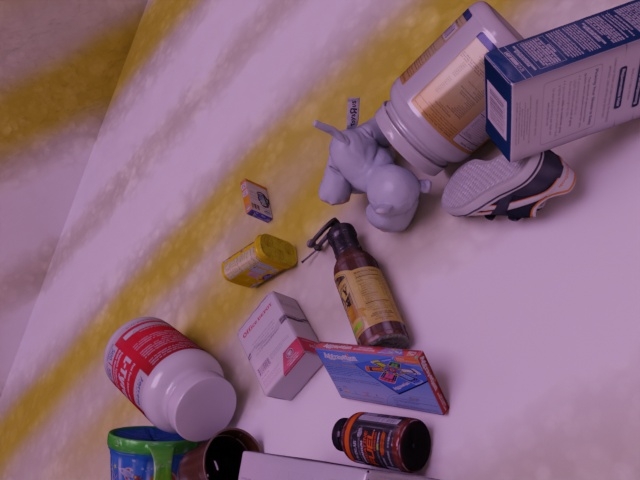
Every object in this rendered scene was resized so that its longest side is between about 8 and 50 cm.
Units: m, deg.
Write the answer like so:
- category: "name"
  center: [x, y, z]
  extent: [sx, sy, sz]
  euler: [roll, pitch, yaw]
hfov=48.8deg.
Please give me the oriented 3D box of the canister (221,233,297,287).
- category: "canister"
  center: [-0.165, 0.058, 1.862]
  extent: [0.170, 0.126, 0.073]
  euler: [-31, 52, 36]

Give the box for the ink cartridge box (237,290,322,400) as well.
- category: "ink cartridge box"
  center: [-0.098, 0.255, 1.720]
  extent: [0.158, 0.092, 0.217]
  euler: [-51, 44, 17]

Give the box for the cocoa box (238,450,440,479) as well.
- category: "cocoa box"
  center: [0.021, 0.544, 1.345]
  extent: [0.347, 0.232, 0.227]
  euler: [-9, 66, 45]

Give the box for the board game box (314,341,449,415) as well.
- category: "board game box"
  center: [0.120, 0.279, 1.448]
  extent: [0.281, 0.145, 0.027]
  euler: [-3, 32, 46]

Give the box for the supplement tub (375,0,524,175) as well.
- category: "supplement tub"
  center: [0.290, -0.307, 1.467]
  extent: [0.316, 0.228, 0.228]
  euler: [-43, 46, 25]

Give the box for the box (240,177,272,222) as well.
- category: "box"
  center: [-0.180, -0.107, 1.989]
  extent: [0.028, 0.081, 0.136]
  euler: [-37, 47, 30]

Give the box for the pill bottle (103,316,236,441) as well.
- category: "pill bottle"
  center: [-0.401, 0.369, 1.886]
  extent: [0.408, 0.229, 0.228]
  euler: [21, 88, 50]

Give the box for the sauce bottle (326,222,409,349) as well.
- category: "sauce bottle"
  center: [0.094, 0.105, 1.576]
  extent: [0.111, 0.111, 0.344]
  euler: [-43, 44, 24]

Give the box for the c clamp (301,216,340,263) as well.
- category: "c clamp"
  center: [0.000, 0.000, 1.721]
  extent: [0.137, 0.160, 0.022]
  euler: [-44, 79, -4]

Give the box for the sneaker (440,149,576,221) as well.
- category: "sneaker"
  center: [0.361, -0.097, 1.386]
  extent: [0.321, 0.128, 0.126]
  euler: [-17, 51, 69]

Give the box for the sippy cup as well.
- category: "sippy cup"
  center: [-0.445, 0.615, 1.838]
  extent: [0.240, 0.305, 0.223]
  euler: [4, 84, 13]

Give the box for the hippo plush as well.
- category: "hippo plush"
  center: [0.146, -0.156, 1.578]
  extent: [0.234, 0.294, 0.237]
  euler: [-37, 62, -23]

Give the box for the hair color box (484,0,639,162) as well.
- category: "hair color box"
  center: [0.457, -0.277, 1.190]
  extent: [0.348, 0.173, 0.105]
  euler: [-19, 48, -4]

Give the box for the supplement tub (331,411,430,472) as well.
- category: "supplement tub"
  center: [0.115, 0.400, 1.412]
  extent: [0.198, 0.106, 0.105]
  euler: [-8, 67, 45]

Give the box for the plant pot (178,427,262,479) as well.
- category: "plant pot"
  center: [-0.249, 0.549, 1.702]
  extent: [0.165, 0.167, 0.166]
  euler: [-31, 51, 45]
